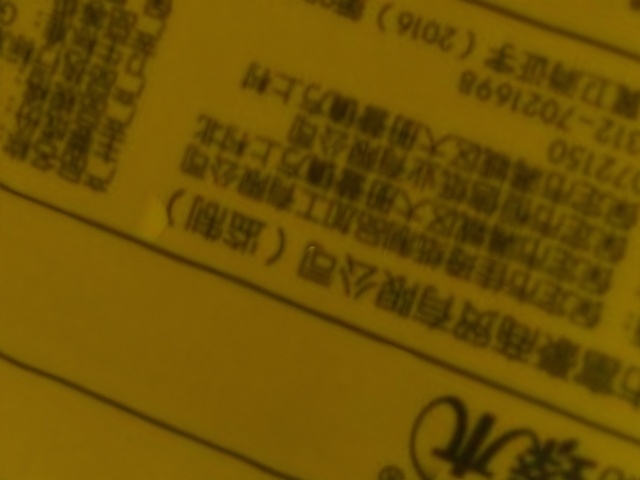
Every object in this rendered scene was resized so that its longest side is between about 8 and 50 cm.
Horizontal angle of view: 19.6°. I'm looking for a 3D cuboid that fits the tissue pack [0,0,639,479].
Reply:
[{"bbox_3d":[-0.013,-0.039,0.511,0.382,0.293,0.228,22,4,17],"label":"tissue pack"}]
